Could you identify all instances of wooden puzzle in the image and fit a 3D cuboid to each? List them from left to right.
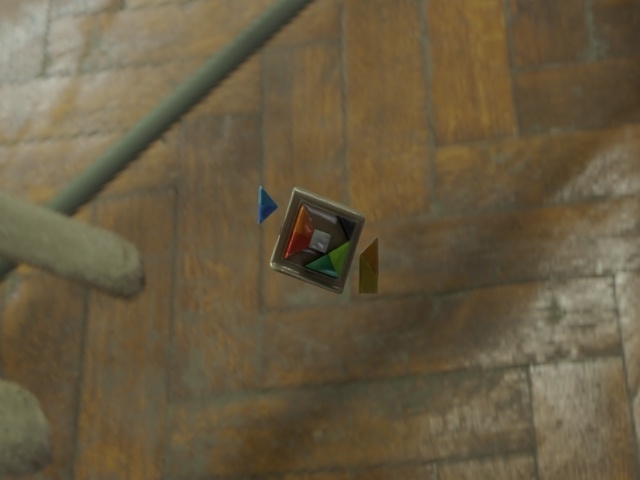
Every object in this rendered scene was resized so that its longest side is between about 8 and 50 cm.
[{"bbox_3d":[0.000,0.000,1.281,0.116,0.014,0.078,14,79,-21],"label":"wooden puzzle"}]
